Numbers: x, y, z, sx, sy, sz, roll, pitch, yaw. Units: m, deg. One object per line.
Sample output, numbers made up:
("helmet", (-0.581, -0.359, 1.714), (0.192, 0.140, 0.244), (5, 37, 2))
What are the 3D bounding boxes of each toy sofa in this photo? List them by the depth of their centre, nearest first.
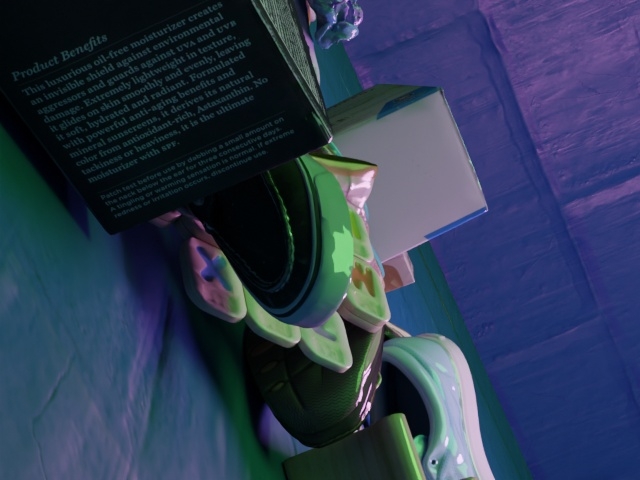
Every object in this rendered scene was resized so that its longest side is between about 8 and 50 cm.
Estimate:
("toy sofa", (0.112, 0.273, 1.401), (0.362, 0.177, 0.150), (47, 23, -65))

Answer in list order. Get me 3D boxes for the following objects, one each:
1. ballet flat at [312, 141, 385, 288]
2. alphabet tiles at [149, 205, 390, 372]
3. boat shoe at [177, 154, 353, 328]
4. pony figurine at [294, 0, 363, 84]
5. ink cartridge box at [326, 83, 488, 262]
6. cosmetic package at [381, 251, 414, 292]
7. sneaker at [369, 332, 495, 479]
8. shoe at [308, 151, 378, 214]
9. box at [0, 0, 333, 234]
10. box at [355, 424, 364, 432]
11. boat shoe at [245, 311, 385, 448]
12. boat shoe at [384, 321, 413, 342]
("ballet flat", (0.000, 0.000, 1.614), (0.107, 0.106, 0.316), (31, -20, 33))
("alphabet tiles", (-0.056, -0.025, 1.219), (0.284, 0.021, 0.278), (28, 33, -35))
("boat shoe", (-0.074, -0.062, 1.100), (0.105, 0.113, 0.306), (11, 43, -39))
("pony figurine", (-0.076, -0.301, 1.513), (0.363, 0.303, 0.351), (-76, 153, -50))
("ink cartridge box", (0.070, -0.088, 1.858), (0.168, 0.171, 0.233), (66, -10, -13))
("cosmetic package", (0.056, 0.045, 1.838), (0.060, 0.115, 0.041), (-83, 151, -71))
("sneaker", (0.120, 0.288, 1.709), (0.150, 0.135, 0.366), (4, 65, -50))
("shoe", (-0.041, -0.065, 1.421), (0.219, 0.058, 0.076), (10, 12, -32))
("box", (-0.148, -0.221, 0.992), (0.294, 0.183, 0.296), (60, 10, -45))
("box", (0.013, 0.159, 1.572), (0.081, 0.028, 0.136), (33, 37, -75))
("boat shoe", (0.013, 0.094, 1.391), (0.355, 0.132, 0.130), (-92, 158, -64))
("boat shoe", (0.067, 0.137, 1.829), (0.223, 0.080, 0.073), (53, 22, -42))
